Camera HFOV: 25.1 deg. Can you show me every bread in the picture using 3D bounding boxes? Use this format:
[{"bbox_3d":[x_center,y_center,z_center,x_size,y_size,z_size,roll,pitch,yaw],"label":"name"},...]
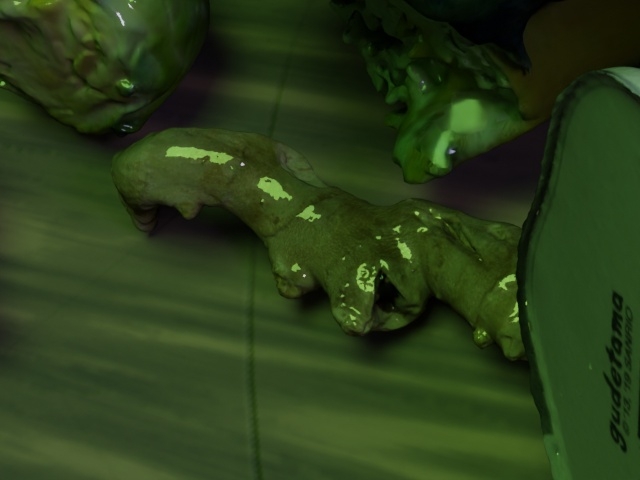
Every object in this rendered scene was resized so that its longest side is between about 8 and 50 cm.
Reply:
[{"bbox_3d":[0.135,-0.208,0.715,0.376,0.208,0.251,-36,44,-4],"label":"bread"}]

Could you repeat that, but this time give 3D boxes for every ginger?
[{"bbox_3d":[0.000,0.000,0.724,0.288,0.075,0.089,16,70,27],"label":"ginger"}]

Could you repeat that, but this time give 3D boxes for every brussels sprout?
[{"bbox_3d":[-0.134,-0.145,0.834,0.151,0.149,0.122,35,52,-3],"label":"brussels sprout"}]

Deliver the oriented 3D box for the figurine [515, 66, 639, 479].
[{"bbox_3d":[0.170,0.036,0.537,0.141,0.250,0.167,-15,47,-11],"label":"figurine"}]
